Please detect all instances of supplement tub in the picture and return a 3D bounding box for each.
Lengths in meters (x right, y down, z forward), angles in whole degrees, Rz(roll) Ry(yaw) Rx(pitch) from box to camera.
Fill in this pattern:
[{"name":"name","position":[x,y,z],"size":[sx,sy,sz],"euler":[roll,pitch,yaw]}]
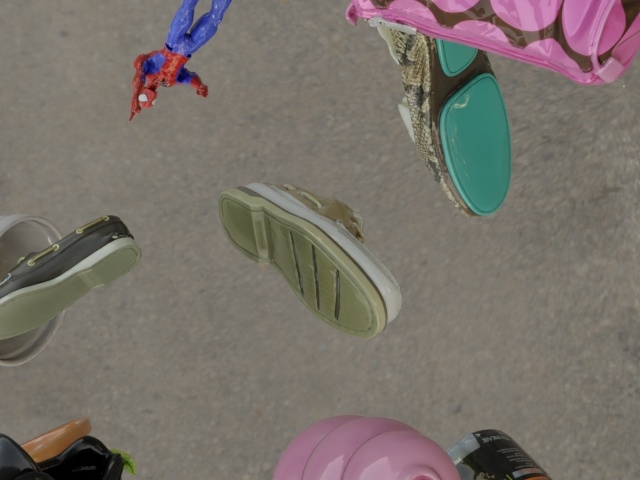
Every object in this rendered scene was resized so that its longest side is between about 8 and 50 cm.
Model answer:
[{"name":"supplement tub","position":[0.360,0.514,1.463],"size":[0.338,0.207,0.207],"euler":[46,119,53]}]

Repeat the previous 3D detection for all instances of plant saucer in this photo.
[{"name":"plant saucer","position":[-0.313,0.236,0.801],"size":[0.200,0.200,0.037],"euler":[-27,90,23]}]

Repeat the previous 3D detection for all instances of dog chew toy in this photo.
[{"name":"dog chew toy","position":[0.060,0.297,0.952],"size":[0.207,0.206,0.332],"euler":[51,156,5]}]

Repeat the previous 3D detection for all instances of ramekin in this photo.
[{"name":"ramekin","position":[-0.448,0.061,1.126],"size":[0.109,0.207,0.207],"euler":[9,103,17]}]

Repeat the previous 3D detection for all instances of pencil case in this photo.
[{"name":"pencil case","position":[0.116,-0.169,0.549],"size":[0.209,0.095,0.098],"euler":[24,89,30]}]

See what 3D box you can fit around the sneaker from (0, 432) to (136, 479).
[{"name":"sneaker","position":[-0.188,0.143,0.415],"size":[0.084,0.234,0.097],"euler":[17,93,28]}]

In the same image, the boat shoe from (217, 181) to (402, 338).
[{"name":"boat shoe","position":[0.000,0.000,0.917],"size":[0.302,0.103,0.113],"euler":[36,138,45]}]

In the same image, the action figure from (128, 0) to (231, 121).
[{"name":"action figure","position":[-0.181,-0.252,1.105],"size":[0.280,0.091,0.139],"euler":[-43,44,40]}]

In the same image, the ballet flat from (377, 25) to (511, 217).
[{"name":"ballet flat","position":[0.178,-0.257,1.256],"size":[0.182,0.164,0.483],"euler":[29,149,45]}]

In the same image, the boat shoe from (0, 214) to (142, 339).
[{"name":"boat shoe","position":[-0.338,0.046,1.021],"size":[0.227,0.081,0.069],"euler":[-29,62,-15]}]
